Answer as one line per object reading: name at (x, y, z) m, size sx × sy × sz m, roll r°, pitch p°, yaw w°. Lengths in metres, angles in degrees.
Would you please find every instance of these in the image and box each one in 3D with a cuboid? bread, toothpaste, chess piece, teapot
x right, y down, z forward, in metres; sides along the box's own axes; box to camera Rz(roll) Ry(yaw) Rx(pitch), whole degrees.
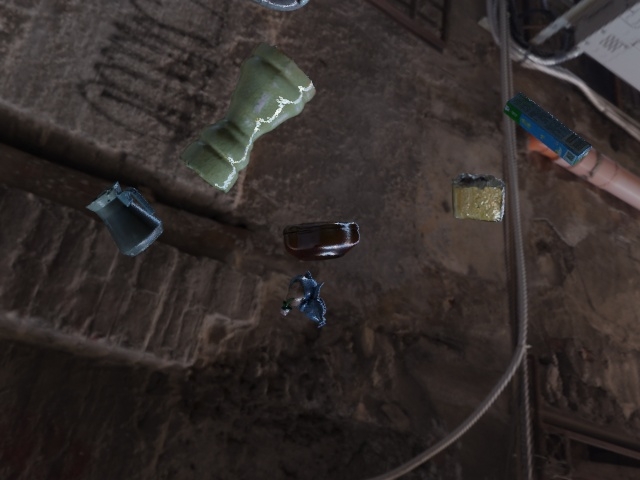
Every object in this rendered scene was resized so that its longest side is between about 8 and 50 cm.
bread at (0.370, -0.103, 1.365) m, size 0.125 × 0.106 × 0.082 m, roll 7°, pitch -141°, yaw 24°
toothpaste at (0.660, -0.328, 1.699) m, size 0.065 × 0.267 × 0.050 m, roll -37°, pitch 157°, yaw -17°
chess piece at (-0.237, -0.372, 1.808) m, size 0.442 × 0.234 × 0.234 m, roll -51°, pitch -154°, yaw -2°
teapot at (-0.644, -0.080, 1.941) m, size 0.203 × 0.225 × 0.171 m, roll -25°, pitch -155°, yaw 30°

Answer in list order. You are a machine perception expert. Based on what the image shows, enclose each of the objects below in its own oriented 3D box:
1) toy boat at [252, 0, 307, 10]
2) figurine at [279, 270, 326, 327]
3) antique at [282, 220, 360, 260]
toy boat at (-0.123, -0.780, 1.807) m, size 0.155 × 0.227 × 0.085 m, roll -49°, pitch -125°, yaw 41°
figurine at (-0.052, 0.196, 1.847) m, size 0.178 × 0.144 × 0.114 m, roll 57°, pitch -33°, yaw 15°
antique at (0.000, 0.000, 2.082) m, size 0.223 × 0.278 × 0.129 m, roll 151°, pitch -65°, yaw -67°
